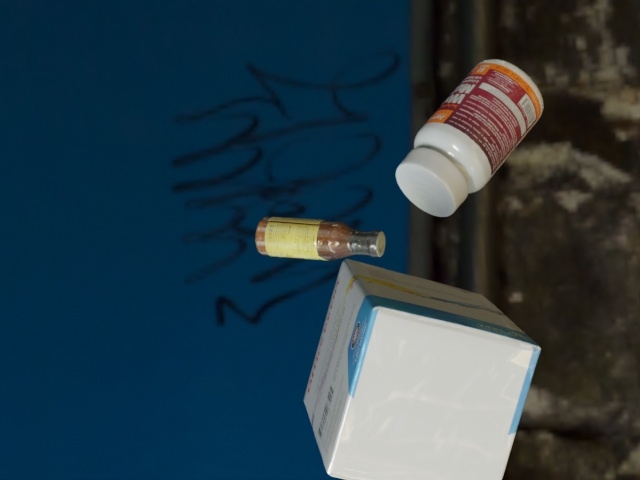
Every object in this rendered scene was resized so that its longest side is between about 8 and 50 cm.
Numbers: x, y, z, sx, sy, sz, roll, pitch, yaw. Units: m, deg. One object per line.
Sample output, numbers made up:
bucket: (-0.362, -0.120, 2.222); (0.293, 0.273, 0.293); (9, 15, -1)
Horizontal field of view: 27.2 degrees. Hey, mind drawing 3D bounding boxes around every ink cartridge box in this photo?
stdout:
ink cartridge box: (0.108, 0.160, 1.553); (0.270, 0.197, 0.198); (-121, 46, -78)

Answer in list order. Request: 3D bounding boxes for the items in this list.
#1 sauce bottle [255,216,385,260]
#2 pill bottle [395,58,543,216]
sauce bottle: (0.000, 0.000, 1.303); (0.042, 0.128, 0.042); (6, -90, -66)
pill bottle: (0.208, -0.144, 1.860); (0.221, 0.121, 0.121); (-49, -43, -25)
